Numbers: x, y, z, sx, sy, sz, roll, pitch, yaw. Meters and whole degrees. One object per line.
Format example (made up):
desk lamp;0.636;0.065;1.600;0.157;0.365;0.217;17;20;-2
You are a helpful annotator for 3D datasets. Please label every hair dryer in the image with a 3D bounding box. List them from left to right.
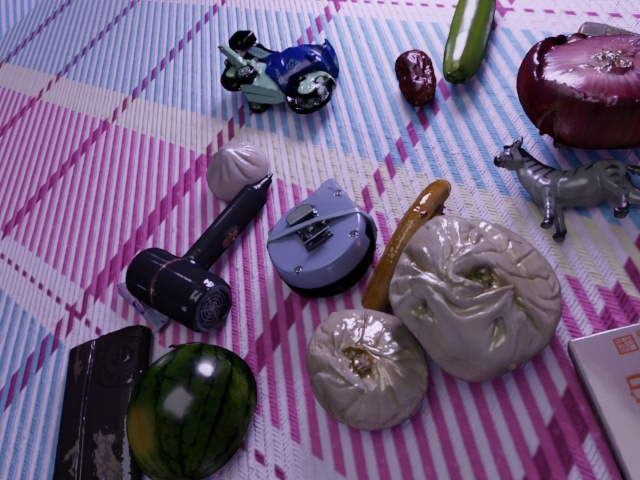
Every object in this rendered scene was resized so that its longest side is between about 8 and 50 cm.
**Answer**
hair dryer;-0.178;-0.003;1.008;0.189;0.107;0.352;21;62;33

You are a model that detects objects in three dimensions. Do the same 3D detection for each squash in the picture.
squash;0.298;-0.416;1.085;0.082;0.082;0.293;4;60;28

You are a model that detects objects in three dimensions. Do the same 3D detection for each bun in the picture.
bun;-0.182;-0.155;1.118;0.138;0.094;0.138;-13;55;19
bun;0.059;0.170;0.748;0.164;0.111;0.188;-30;45;-1
bun;0.200;0.065;0.706;0.229;0.145;0.230;-3;67;8

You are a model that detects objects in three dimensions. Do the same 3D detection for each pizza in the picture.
pizza;0.143;0.003;0.838;0.058;0.127;0.246;30;63;15

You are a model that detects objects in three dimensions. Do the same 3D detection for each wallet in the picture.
wallet;-0.368;0.301;0.903;0.170;0.044;0.321;-18;51;10

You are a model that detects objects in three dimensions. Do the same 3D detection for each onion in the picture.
onion;0.426;-0.228;0.835;0.247;0.161;0.248;-7;60;12

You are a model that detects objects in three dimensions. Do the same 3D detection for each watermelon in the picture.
watermelon;-0.206;0.239;0.817;0.204;0.127;0.232;-6;50;22

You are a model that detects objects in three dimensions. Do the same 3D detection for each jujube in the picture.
jujube;0.190;-0.322;1.073;0.077;0.077;0.129;-17;56;14

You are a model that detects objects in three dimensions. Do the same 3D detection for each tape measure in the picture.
tape measure;0.002;0.003;0.905;0.182;0.107;0.181;-38;42;-7

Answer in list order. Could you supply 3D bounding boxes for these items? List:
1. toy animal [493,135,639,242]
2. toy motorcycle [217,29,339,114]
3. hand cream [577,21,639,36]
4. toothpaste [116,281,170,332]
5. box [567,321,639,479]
toy animal;0.376;-0.087;0.810;0.216;0.073;0.176;-6;57;18
toy motorcycle;-0.086;-0.385;1.229;0.331;0.125;0.196;25;68;33
hand cream;0.533;-0.314;0.908;0.203;0.084;0.084;17;65;26
toothpaste;-0.342;0.120;1.034;0.169;0.028;0.045;28;60;36
box;0.491;0.158;0.586;0.365;0.051;0.205;-18;51;13
